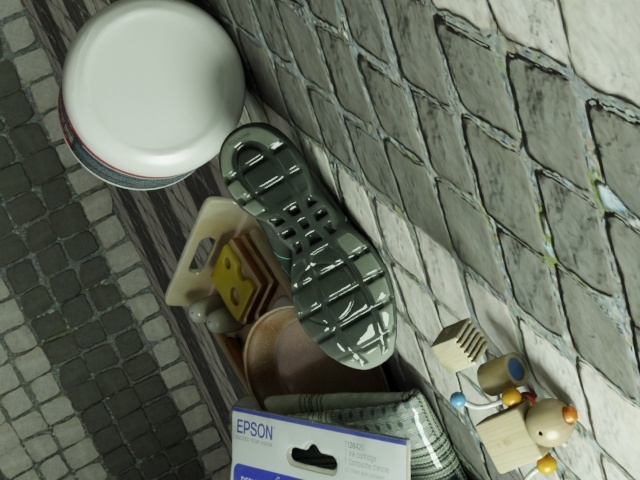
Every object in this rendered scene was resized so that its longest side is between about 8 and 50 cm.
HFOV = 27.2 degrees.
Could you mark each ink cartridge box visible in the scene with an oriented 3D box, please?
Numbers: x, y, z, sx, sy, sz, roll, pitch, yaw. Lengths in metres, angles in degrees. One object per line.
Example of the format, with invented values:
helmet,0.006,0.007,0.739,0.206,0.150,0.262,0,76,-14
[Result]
ink cartridge box,0.008,0.343,1.398,0.303,0.072,0.307,2,87,51

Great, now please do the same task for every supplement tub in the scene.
supplement tub,-0.195,-0.156,1.472,0.191,0.191,0.272,63,167,-4

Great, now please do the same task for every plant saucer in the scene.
plant saucer,0.002,0.158,1.515,0.198,0.036,0.199,16,121,28

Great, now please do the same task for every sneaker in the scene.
sneaker,0.000,0.000,1.303,0.267,0.101,0.106,61,-170,1

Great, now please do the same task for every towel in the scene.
towel,0.064,0.308,1.475,0.324,0.056,0.312,-14,108,48

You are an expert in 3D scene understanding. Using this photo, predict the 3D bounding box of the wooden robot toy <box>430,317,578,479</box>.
wooden robot toy,0.160,0.129,0.989,0.079,0.076,0.173,-30,87,42

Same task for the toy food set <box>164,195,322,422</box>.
toy food set,-0.099,0.121,1.698,0.306,0.092,0.220,55,139,28
